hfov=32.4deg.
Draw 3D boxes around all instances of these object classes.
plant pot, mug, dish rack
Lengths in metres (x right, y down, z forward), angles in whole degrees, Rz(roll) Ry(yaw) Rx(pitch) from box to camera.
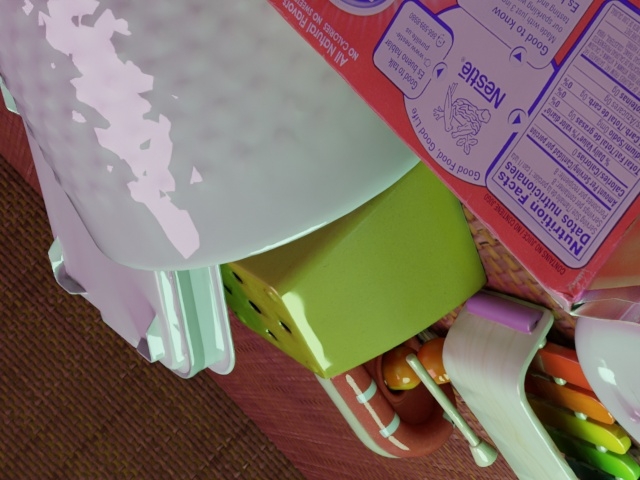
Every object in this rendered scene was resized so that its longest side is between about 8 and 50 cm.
[{"bbox_3d":[0.000,0.000,1.049,0.212,0.187,0.212,31,157,41],"label":"plant pot"},{"bbox_3d":[-0.115,-0.205,0.731,0.374,0.276,0.328,31,150,57],"label":"mug"},{"bbox_3d":[-0.202,-0.034,1.043,0.285,0.072,0.333,30,138,42],"label":"dish rack"}]

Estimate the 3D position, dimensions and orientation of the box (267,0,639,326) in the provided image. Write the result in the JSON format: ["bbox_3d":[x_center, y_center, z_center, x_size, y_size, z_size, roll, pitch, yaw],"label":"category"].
[{"bbox_3d":[0.090,-0.112,0.457,0.142,0.154,0.300,13,-152,-44],"label":"box"}]

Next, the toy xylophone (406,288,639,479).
[{"bbox_3d":[0.217,0.183,1.136,0.236,0.081,0.323,24,152,50],"label":"toy xylophone"}]

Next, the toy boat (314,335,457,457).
[{"bbox_3d":[0.102,0.150,1.284,0.151,0.151,0.231,-10,128,34],"label":"toy boat"}]

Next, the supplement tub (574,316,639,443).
[{"bbox_3d":[0.235,0.018,0.531,0.144,0.199,0.144,40,161,17],"label":"supplement tub"}]
